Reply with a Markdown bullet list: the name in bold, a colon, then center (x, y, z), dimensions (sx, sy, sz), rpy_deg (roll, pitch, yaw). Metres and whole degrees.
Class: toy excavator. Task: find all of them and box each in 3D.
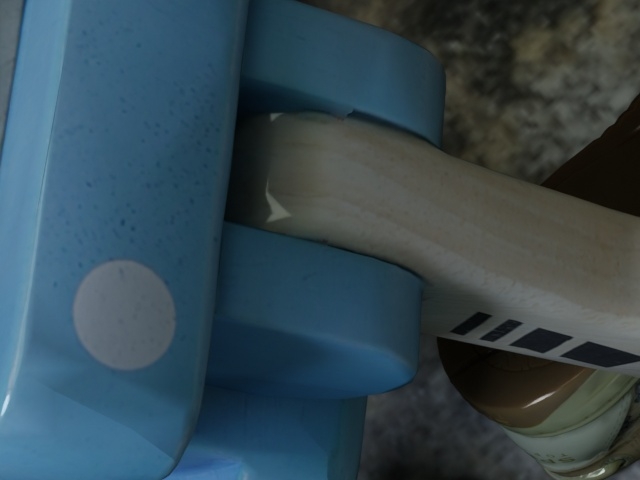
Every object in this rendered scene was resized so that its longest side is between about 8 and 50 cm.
- **toy excavator**: center (0.000, 0.000, 0.522), dimensions (0.433, 0.445, 0.222), rpy_deg (-25, 57, 57)

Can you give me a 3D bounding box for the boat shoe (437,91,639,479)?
- **boat shoe**: center (0.168, -0.028, 0.639), dimensions (0.285, 0.089, 0.104), rpy_deg (-41, 42, 3)
